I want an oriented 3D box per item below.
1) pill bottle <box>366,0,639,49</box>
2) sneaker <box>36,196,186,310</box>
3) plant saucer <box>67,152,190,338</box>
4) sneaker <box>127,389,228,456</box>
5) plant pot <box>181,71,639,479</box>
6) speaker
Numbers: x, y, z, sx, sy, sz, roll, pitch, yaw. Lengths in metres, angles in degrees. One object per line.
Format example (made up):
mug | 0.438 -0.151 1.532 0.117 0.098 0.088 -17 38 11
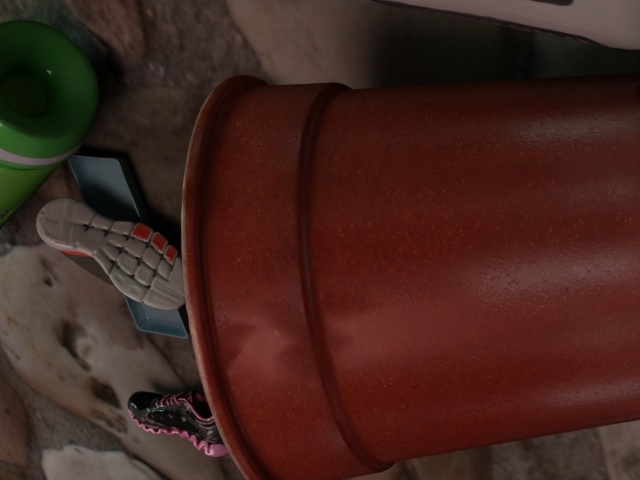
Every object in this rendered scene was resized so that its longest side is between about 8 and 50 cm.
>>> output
pill bottle | 0.121 -0.197 0.793 0.318 0.176 0.176 16 133 31
sneaker | -0.174 0.014 1.322 0.158 0.061 0.065 32 166 18
plant saucer | -0.168 0.004 1.351 0.067 0.018 0.192 7 128 38
sneaker | -0.132 0.161 1.439 0.119 0.047 0.057 16 127 21
plant pot | 0.091 0.014 0.922 0.265 0.272 0.272 -7 121 18
speaker | -0.299 -0.073 1.306 0.131 0.131 0.296 49 141 -4
